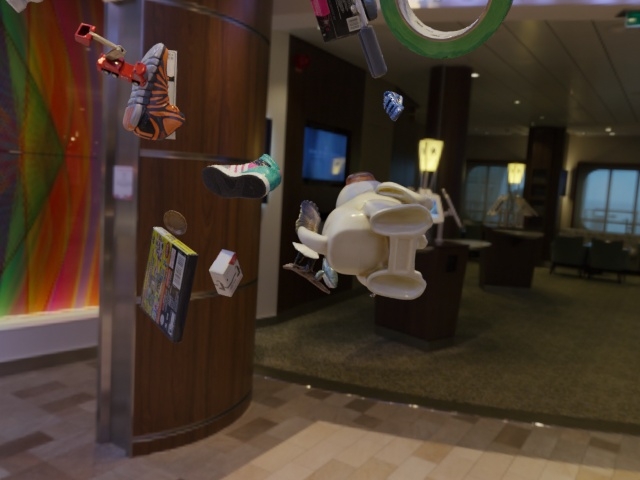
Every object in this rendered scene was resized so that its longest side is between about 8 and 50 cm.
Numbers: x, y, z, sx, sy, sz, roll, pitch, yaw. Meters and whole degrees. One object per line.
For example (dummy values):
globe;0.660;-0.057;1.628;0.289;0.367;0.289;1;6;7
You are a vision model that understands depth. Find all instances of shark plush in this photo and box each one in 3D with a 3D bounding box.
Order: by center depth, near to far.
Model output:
shark plush;0.045;0.072;1.706;0.073;0.161;0.067;28;-21;-22

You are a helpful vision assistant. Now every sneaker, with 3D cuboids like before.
sneaker;0.221;-0.417;1.687;0.059;0.053;0.144;29;32;-17
sneaker;-0.247;-0.225;1.853;0.295;0.124;0.178;13;30;32
sneaker;-0.544;-0.493;1.864;0.180;0.322;0.124;21;-6;-41

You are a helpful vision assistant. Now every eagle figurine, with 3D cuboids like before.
eagle figurine;-0.005;0.001;1.952;0.225;0.298;0.226;8;-30;51

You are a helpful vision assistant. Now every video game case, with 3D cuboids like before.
video game case;-0.458;0.126;1.629;0.035;0.275;0.248;1;19;-42

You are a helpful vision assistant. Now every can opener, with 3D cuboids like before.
can opener;0.165;-0.677;1.783;0.093;0.281;0.074;-18;11;-4

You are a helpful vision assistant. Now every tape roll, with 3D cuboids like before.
tape roll;0.302;-0.609;1.312;0.320;0.322;0.077;6;34;25

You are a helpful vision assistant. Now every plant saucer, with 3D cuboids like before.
plant saucer;-0.446;-0.057;1.690;0.083;0.084;0.015;6;30;20

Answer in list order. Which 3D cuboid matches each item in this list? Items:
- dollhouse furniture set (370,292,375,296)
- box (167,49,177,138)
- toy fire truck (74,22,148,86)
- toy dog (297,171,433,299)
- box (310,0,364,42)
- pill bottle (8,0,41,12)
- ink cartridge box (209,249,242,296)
dollhouse furniture set;0.205;0.140;1.770;0.090;0.081;0.114;22;27;16
box;-0.587;-0.547;2.053;0.087;0.290;0.169;1;-10;-14
toy fire truck;-0.578;-0.514;1.526;0.191;0.047;0.135;19;-24;-10
toy dog;0.146;-0.038;1.635;0.394;0.285;0.408;-6;25;7
box;0.051;-0.849;1.899;0.163;0.142;0.247;-13;-32;10
pill bottle;-0.871;-0.832;1.669;0.153;0.264;0.153;46;-7;7
ink cartridge box;-0.323;0.113;1.876;0.056;0.135;0.099;13;53;17
